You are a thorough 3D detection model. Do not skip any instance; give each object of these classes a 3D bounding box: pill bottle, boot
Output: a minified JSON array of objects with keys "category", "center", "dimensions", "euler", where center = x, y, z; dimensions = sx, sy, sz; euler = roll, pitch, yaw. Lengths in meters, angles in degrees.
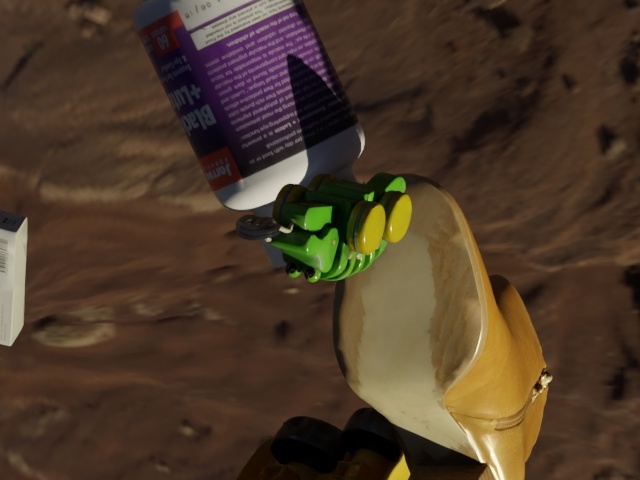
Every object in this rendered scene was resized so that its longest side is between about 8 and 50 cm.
[{"category":"pill bottle","center":[-0.036,-0.085,1.308],"dimensions":[0.108,0.108,0.194],"euler":[-26,94,-10]},{"category":"boot","center":[0.092,0.060,1.372],"dimensions":[0.104,0.211,0.295],"euler":[1,114,20]}]

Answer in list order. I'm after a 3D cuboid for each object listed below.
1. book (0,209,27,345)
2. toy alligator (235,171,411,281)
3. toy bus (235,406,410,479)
[{"category":"book","center":[-0.263,0.009,1.302],"dimensions":[0.144,0.035,0.096],"euler":[16,129,7]},{"category":"toy alligator","center":[0.000,0.000,1.082],"dimensions":[0.056,0.189,0.051],"euler":[13,105,23]},{"category":"toy bus","center":[0.045,0.252,1.580],"dimensions":[0.211,0.220,0.149],"euler":[42,59,-21]}]
